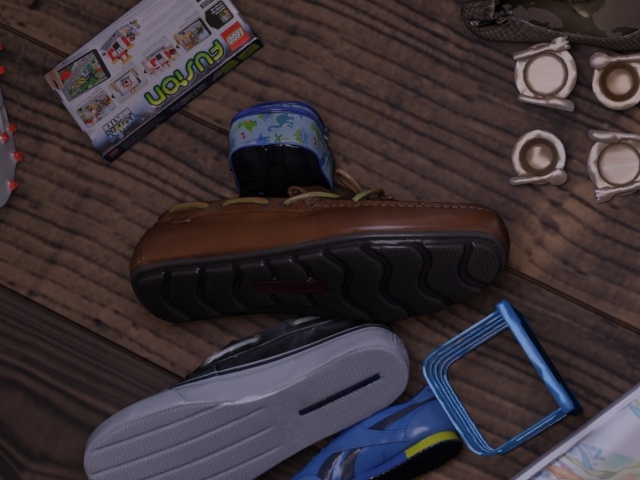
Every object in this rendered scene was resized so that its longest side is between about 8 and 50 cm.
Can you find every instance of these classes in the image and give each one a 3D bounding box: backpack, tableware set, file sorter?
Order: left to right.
[{"bbox_3d":[-0.042,-0.093,1.754,0.105,0.114,0.084,-3,62,10],"label":"backpack"},{"bbox_3d":[0.173,0.138,1.662,0.104,0.170,0.118,-34,79,6],"label":"file sorter"},{"bbox_3d":[0.261,-0.121,1.747,0.141,0.020,0.169,1,94,12],"label":"tableware set"}]

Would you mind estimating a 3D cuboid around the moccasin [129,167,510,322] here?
[{"bbox_3d":[0.001,0.002,1.710,0.380,0.139,0.147,-8,45,27],"label":"moccasin"}]

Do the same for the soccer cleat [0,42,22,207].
[{"bbox_3d":[-0.366,-0.125,1.840,0.076,0.068,0.196,-13,79,22],"label":"soccer cleat"}]

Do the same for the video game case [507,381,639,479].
[{"bbox_3d":[0.396,0.258,1.677,0.329,0.036,0.300,-37,78,3],"label":"video game case"}]

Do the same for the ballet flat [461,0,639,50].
[{"bbox_3d":[0.266,-0.236,1.755,0.250,0.058,0.084,1,83,9],"label":"ballet flat"}]

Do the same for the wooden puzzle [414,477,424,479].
[{"bbox_3d":[0.092,0.277,1.737,0.049,0.006,0.083,7,83,10],"label":"wooden puzzle"}]

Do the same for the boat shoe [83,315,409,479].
[{"bbox_3d":[-0.074,0.161,1.731,0.335,0.119,0.121,-19,117,-2],"label":"boat shoe"}]

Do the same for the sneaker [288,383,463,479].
[{"bbox_3d":[0.037,0.212,1.730,0.209,0.069,0.082,-27,62,6],"label":"sneaker"}]

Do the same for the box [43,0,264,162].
[{"bbox_3d":[-0.175,-0.188,1.828,0.207,0.036,0.114,-37,79,2],"label":"box"}]
